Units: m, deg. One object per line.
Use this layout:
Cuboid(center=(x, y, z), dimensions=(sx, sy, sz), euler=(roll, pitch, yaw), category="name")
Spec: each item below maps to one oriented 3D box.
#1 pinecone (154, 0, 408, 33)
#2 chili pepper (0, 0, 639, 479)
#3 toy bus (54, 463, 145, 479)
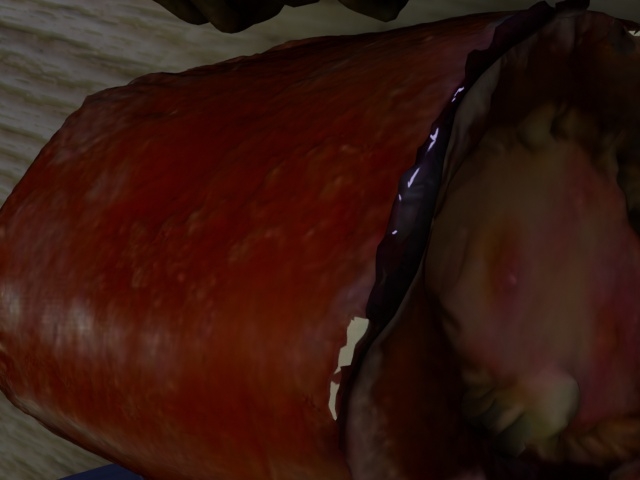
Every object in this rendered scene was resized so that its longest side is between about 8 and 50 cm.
Cuboid(center=(-0.001, -0.241, 0.520), dimensions=(0.384, 0.384, 0.384), euler=(8, 102, 38), category="pinecone")
Cuboid(center=(0.000, 0.000, 0.629), dimensions=(0.305, 0.229, 0.251), euler=(14, 64, 43), category="chili pepper")
Cuboid(center=(-0.109, 0.281, 0.836), dimensions=(0.133, 0.125, 0.292), euler=(-39, 71, 36), category="toy bus")
